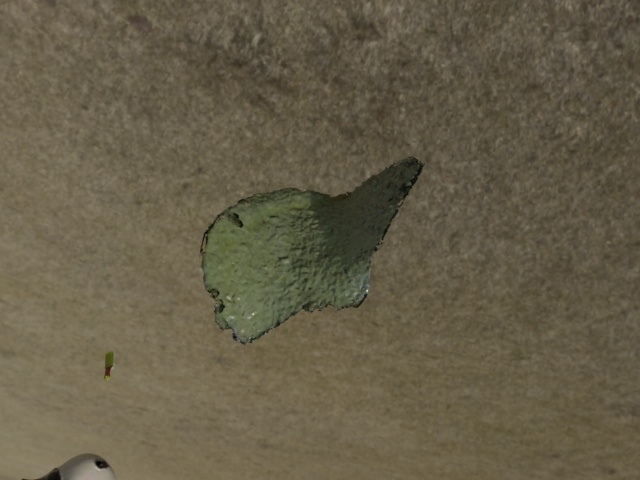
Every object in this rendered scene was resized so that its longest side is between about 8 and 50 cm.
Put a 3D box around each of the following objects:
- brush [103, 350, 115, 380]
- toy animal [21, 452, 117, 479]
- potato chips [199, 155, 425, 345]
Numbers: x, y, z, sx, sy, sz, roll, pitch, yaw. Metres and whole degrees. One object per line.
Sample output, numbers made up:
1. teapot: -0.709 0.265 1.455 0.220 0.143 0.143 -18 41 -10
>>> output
1. brush: -0.466 0.281 1.483 0.018 0.083 0.021 -20 127 1
2. toy animal: -0.483 0.497 1.302 0.138 0.179 0.166 62 150 12
3. potato chips: -0.001 -0.007 0.630 0.228 0.167 0.059 -17 138 -4
